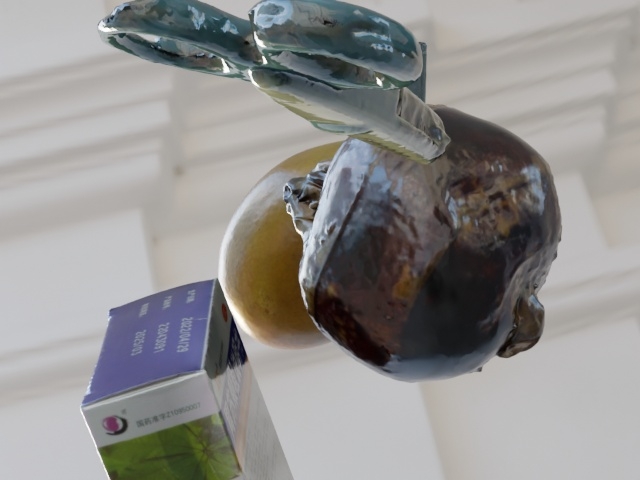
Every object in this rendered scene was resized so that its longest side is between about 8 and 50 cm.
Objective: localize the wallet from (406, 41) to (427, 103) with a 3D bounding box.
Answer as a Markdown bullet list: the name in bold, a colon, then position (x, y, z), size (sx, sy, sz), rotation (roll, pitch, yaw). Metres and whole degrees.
- **wallet**: position (0.063, -0.163, 1.711), size (0.026, 0.088, 0.129), rotation (8, 11, 43)

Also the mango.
- **mango**: position (-0.006, -0.001, 1.488), size (0.151, 0.120, 0.221), rotation (23, -65, -9)

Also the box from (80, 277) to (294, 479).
- **box**: position (-0.087, 0.209, 1.350), size (0.106, 0.200, 0.299), rotation (-18, -72, 6)

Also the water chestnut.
- **water chestnut**: position (0.078, -0.005, 1.320), size (0.224, 0.238, 0.223), rotation (-33, -43, -38)

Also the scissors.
- **scissors**: position (0.009, -0.071, 0.773), size (0.138, 0.041, 0.289), rotation (4, -4, 22)
